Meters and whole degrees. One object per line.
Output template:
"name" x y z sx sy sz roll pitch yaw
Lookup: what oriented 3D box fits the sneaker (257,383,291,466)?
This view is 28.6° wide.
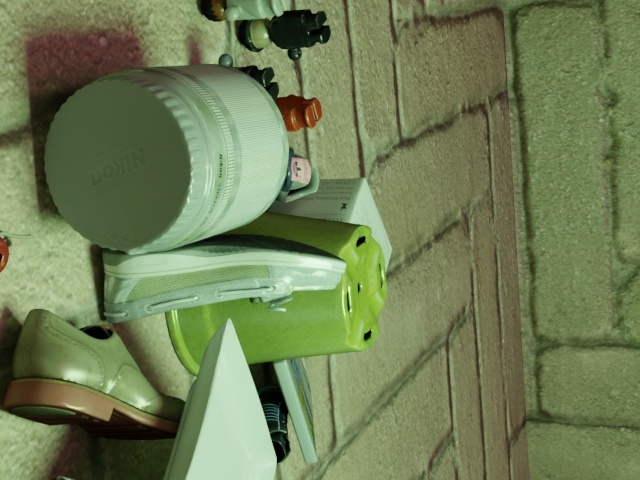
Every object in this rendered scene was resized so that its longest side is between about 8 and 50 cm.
"sneaker" -0.080 0.302 1.958 0.232 0.090 0.081 -53 137 -55

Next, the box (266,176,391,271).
"box" 0.000 0.000 2.033 0.182 0.180 0.119 67 31 -44

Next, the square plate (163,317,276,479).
"square plate" -0.135 0.334 1.590 0.344 0.049 0.347 77 20 -47

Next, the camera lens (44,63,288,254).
"camera lens" -0.180 -0.105 1.545 0.274 0.219 0.220 -21 110 -66

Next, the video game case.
"video game case" -0.045 0.222 2.039 0.193 0.023 0.212 -97 173 -58

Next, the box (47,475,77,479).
"box" -0.259 0.359 1.305 0.168 0.203 0.167 25 61 -27

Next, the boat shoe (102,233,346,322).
"boat shoe" -0.123 0.051 1.633 0.118 0.320 0.103 -150 -119 -67

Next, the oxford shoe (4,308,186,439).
"oxford shoe" -0.245 0.169 1.523 0.348 0.122 0.130 39 49 -63

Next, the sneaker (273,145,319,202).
"sneaker" -0.084 -0.116 1.833 0.319 0.131 0.112 8 87 -79

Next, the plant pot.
"plant pot" -0.049 0.067 1.821 0.276 0.253 0.276 0 90 -68

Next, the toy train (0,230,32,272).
"toy train" -0.370 0.058 1.255 0.248 0.105 0.144 8 93 -68

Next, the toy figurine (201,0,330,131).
"toy figurine" -0.096 -0.270 1.866 0.209 0.148 0.213 18 75 -60
